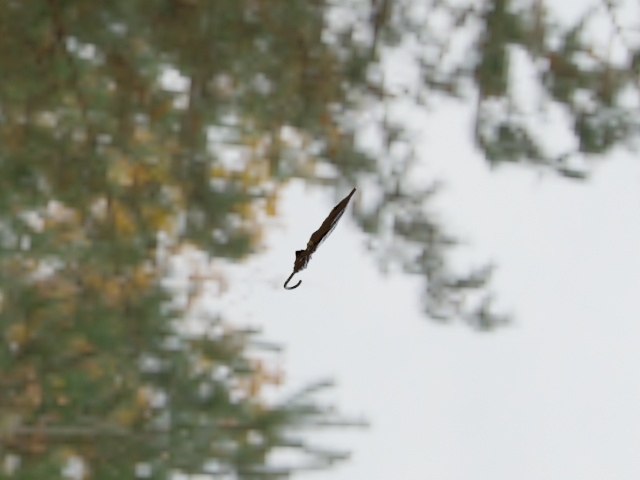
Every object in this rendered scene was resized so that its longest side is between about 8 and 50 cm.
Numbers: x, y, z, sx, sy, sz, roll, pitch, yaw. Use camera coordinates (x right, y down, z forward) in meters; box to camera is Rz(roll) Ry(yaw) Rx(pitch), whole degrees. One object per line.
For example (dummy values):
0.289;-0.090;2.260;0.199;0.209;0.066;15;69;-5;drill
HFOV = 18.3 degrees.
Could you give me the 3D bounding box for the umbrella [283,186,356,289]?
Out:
-0.003;0.000;1.639;0.122;0.022;0.013;-58;-133;35;umbrella
